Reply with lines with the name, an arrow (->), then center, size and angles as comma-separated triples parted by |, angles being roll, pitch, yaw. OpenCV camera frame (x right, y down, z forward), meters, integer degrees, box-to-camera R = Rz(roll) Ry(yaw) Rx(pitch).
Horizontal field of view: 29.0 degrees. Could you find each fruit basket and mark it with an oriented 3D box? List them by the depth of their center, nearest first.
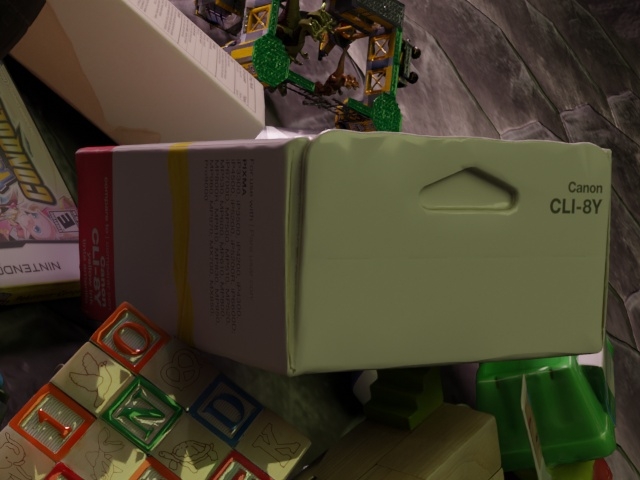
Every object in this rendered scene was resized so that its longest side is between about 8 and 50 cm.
fruit basket -> 0.296, 0.243, 1.452 | 0.353, 0.165, 0.327 | 64, 22, -20

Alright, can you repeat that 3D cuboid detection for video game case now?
video game case -> -0.329, -0.065, 1.066 | 0.248, 0.035, 0.275 | -5, 62, -56

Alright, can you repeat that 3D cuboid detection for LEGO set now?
LEGO set -> -0.046, -0.247, 1.580 | 0.331, 0.192, 0.255 | 9, 80, -47

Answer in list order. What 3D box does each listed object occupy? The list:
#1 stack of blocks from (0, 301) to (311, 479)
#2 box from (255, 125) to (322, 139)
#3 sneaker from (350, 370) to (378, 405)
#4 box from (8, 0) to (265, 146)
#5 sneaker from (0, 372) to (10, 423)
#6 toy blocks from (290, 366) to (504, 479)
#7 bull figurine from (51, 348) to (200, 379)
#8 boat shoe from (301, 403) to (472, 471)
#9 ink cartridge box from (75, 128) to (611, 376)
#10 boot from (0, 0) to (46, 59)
stack of blocks -> -0.162, 0.205, 0.826 | 0.171, 0.087, 0.297 | 36, 53, 4
box -> 0.054, -0.012, 1.348 | 0.307, 0.077, 0.242 | 5, 44, -7
sneaker -> 0.060, 0.042, 1.441 | 0.236, 0.130, 0.323 | 38, 41, 13
box -> -0.207, -0.197, 1.265 | 0.311, 0.121, 0.148 | 41, 16, -18
sneaker -> -0.341, 0.048, 0.835 | 0.125, 0.140, 0.341 | 19, 24, -49
toy blocks -> 0.043, 0.311, 0.963 | 0.261, 0.190, 0.382 | -32, 121, -42
bull figurine -> -0.135, 0.189, 0.997 | 0.188, 0.101, 0.310 | 10, 47, -45
boat shoe -> 0.057, 0.247, 1.223 | 0.320, 0.103, 0.118 | -25, 98, -55
ink cartridge box -> 0.000, 0.000, 0.991 | 0.279, 0.384, 0.161 | -1, 93, -31
boot -> -0.363, -0.287, 1.080 | 0.377, 0.284, 0.138 | -59, 150, -21
